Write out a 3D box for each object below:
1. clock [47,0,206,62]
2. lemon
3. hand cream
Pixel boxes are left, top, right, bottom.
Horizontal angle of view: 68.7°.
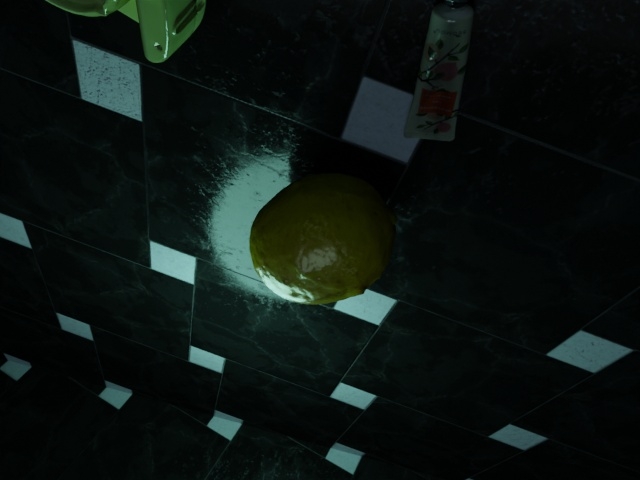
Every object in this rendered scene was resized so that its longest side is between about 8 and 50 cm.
[{"bbox_3d":[-0.306,-0.399,0.550,0.348,0.117,0.286,27,153,0],"label":"clock"},{"bbox_3d":[0.000,0.000,0.826,0.288,0.233,0.233,-25,123,25],"label":"lemon"},{"bbox_3d":[0.167,-0.231,0.653,0.080,0.050,0.234,7,143,8],"label":"hand cream"}]
